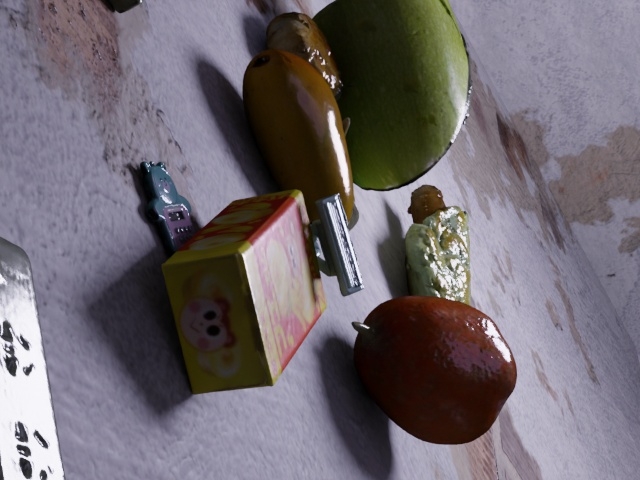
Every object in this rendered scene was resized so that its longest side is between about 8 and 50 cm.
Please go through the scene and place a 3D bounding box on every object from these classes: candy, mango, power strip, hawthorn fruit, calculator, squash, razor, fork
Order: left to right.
[{"bbox_3d":[-0.246,0.081,1.151,0.093,0.053,0.288,36,35,-59],"label":"power strip"},{"bbox_3d":[-0.151,-0.018,1.630,0.141,0.019,0.094,68,19,2],"label":"calculator"},{"bbox_3d":[-0.072,0.047,1.626,0.276,0.088,0.146,-56,136,-71],"label":"candy"},{"bbox_3d":[-0.021,-0.128,2.011,0.138,0.113,0.253,-62,131,-72],"label":"mango"},{"bbox_3d":[-0.011,0.003,1.853,0.278,0.056,0.111,-167,-120,-80],"label":"razor"},{"bbox_3d":[0.038,-0.088,2.120,0.219,0.028,0.034,89,-3,-49],"label":"fork"},{"bbox_3d":[0.116,-0.208,2.330,0.210,0.233,0.309,25,44,-63],"label":"squash"},{"bbox_3d":[0.126,0.153,2.003,0.251,0.199,0.199,25,41,-38],"label":"hawthorn fruit"}]

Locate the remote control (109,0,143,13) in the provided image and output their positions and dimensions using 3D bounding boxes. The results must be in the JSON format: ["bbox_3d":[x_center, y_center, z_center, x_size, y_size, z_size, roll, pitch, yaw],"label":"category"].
[{"bbox_3d":[-0.272,-0.389,1.710,0.285,0.038,0.123,58,20,-28],"label":"remote control"}]

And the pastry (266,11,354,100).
[{"bbox_3d":[-0.024,-0.256,2.229,0.153,0.081,0.153,47,26,-31],"label":"pastry"}]

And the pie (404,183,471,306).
[{"bbox_3d":[0.197,0.066,2.453,0.274,0.105,0.257,-75,147,-64],"label":"pie"}]
